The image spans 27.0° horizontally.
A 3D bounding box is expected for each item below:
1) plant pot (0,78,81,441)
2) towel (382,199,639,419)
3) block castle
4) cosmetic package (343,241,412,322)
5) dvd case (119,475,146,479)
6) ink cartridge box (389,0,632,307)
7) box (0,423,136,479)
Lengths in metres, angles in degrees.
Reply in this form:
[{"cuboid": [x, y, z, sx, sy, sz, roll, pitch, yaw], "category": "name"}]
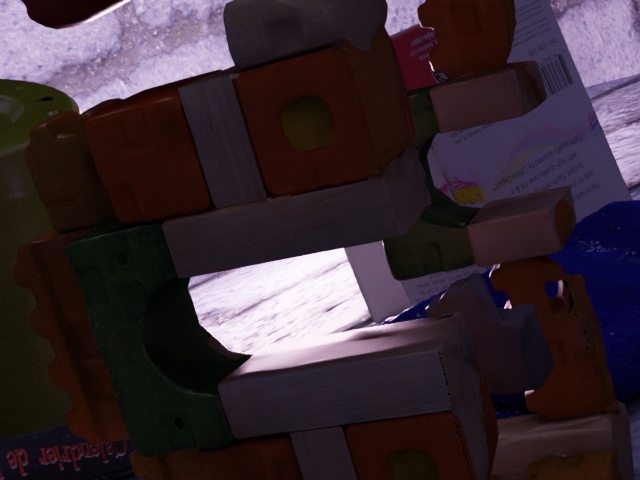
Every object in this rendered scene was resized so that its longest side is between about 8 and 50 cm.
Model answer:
[{"cuboid": [-0.335, 0.040, 1.303, 0.366, 0.353, 0.366, -1, 24, 1], "category": "plant pot"}, {"cuboid": [0.211, 0.047, 1.056, 0.308, 0.076, 0.227, -27, 18, -33], "category": "towel"}, {"cuboid": [0.000, 0.000, 0.709, 0.212, 0.453, 0.303, -12, 12, 24], "category": "block castle"}, {"cuboid": [0.135, -0.042, 1.758, 0.230, 0.161, 0.453, -23, 8, 2], "category": "cosmetic package"}, {"cuboid": [-0.249, 0.236, 1.038, 0.253, 0.022, 0.180, -14, -15, -20], "category": "dvd case"}, {"cuboid": [0.158, -0.067, 1.263, 0.226, 0.306, 0.131, -28, 8, -37], "category": "ink cartridge box"}, {"cuboid": [-0.216, 0.181, 1.014, 0.233, 0.044, 0.159, -12, -16, -24], "category": "box"}]
